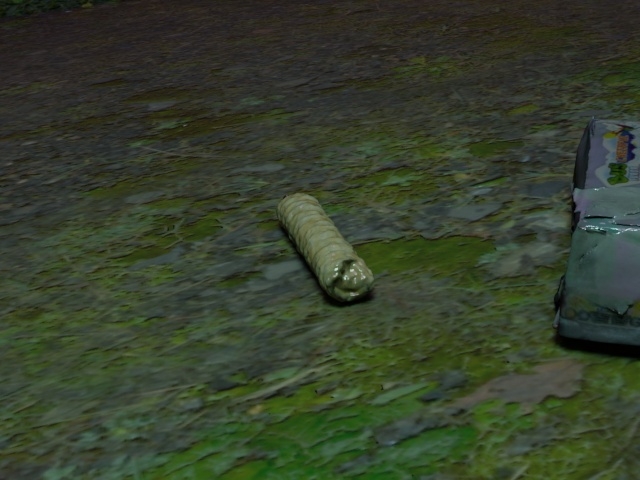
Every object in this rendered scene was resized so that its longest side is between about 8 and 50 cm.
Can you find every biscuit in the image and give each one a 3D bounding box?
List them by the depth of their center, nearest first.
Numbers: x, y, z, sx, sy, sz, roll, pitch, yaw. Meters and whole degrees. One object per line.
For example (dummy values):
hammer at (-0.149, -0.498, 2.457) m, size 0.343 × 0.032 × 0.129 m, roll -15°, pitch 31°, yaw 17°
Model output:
biscuit at (0.000, 0.000, 0.895) m, size 0.061 × 0.055 × 0.219 m, roll -3°, pitch 28°, yaw -18°

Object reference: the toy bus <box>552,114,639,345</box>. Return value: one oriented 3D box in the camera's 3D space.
toy bus at (0.313, -0.023, 0.803) m, size 0.113 × 0.137 × 0.317 m, roll 4°, pitch 29°, yaw 19°
